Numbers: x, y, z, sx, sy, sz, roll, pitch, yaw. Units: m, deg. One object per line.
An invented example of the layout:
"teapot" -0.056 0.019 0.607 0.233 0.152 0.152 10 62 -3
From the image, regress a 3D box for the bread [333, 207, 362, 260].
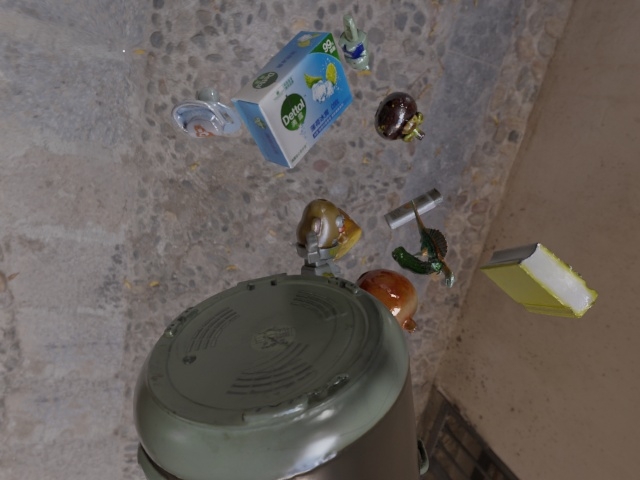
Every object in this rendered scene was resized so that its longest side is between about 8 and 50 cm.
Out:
"bread" 0.060 -0.035 1.879 0.235 0.210 0.099 -39 167 -29

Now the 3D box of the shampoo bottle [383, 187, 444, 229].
"shampoo bottle" 0.361 -0.123 1.624 0.228 0.086 0.055 -28 122 6

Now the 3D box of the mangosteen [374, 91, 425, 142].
"mangosteen" 0.318 -0.469 1.627 0.217 0.192 0.192 28 100 -2

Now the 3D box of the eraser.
"eraser" 0.446 0.084 0.876 0.158 0.226 0.069 41 87 5

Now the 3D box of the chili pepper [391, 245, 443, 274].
"chili pepper" 0.168 0.043 0.711 0.055 0.118 0.035 35 86 -27

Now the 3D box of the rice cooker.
"rice cooker" -0.043 0.243 0.528 0.336 0.335 0.325 -17 115 -17

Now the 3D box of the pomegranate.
"pomegranate" 0.232 0.233 1.487 0.252 0.271 0.228 -33 141 -40

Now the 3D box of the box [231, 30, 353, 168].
"box" -0.040 -0.244 0.722 0.194 0.073 0.139 -52 142 -19

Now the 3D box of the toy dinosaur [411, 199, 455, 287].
"toy dinosaur" 0.238 0.005 0.891 0.044 0.106 0.187 -7 98 -21

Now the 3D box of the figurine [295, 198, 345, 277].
"figurine" -0.001 0.000 1.416 0.167 0.342 0.284 -5 104 -12

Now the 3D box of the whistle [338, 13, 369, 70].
"whistle" 0.118 -0.684 1.468 0.092 0.110 0.244 -47 156 -3

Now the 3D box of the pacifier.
"pacifier" -0.444 -0.514 1.626 0.279 0.207 0.227 -2 156 15
